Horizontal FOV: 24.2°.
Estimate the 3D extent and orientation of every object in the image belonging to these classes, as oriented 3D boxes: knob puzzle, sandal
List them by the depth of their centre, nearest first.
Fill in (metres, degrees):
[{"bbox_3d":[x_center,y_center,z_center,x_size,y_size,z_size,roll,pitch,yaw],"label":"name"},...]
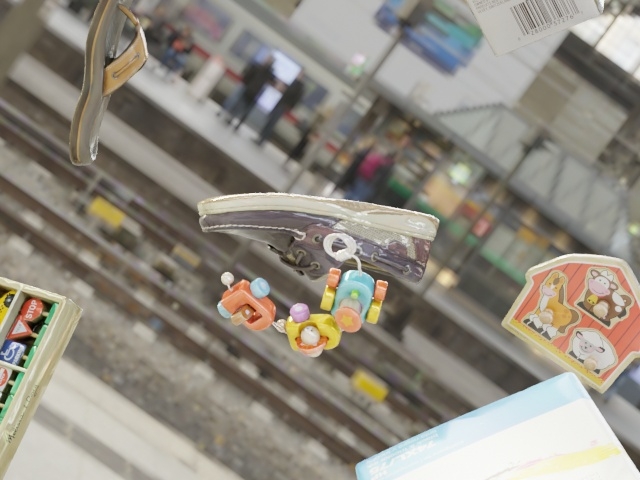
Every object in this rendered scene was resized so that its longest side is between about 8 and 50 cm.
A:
[{"bbox_3d":[-0.213,-0.178,1.560,0.060,0.219,0.090,15,11,1],"label":"sandal"},{"bbox_3d":[0.356,0.100,2.011,0.213,0.213,0.030,37,37,7],"label":"knob puzzle"}]

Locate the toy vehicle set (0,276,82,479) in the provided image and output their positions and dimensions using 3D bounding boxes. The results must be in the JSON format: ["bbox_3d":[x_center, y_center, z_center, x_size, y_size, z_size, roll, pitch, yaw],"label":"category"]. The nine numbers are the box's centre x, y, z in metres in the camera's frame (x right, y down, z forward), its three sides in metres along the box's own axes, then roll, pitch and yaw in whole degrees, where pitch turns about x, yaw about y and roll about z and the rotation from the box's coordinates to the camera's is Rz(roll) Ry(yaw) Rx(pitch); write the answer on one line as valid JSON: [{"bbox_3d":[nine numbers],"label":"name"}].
[{"bbox_3d":[-0.385,0.168,1.632,0.166,0.267,0.035,13,-20,30],"label":"toy vehicle set"}]

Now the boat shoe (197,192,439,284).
[{"bbox_3d":[0.000,0.000,1.656,0.285,0.092,0.103,5,-3,-27],"label":"boat shoe"}]

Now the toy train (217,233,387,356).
[{"bbox_3d":[-0.018,0.064,1.446,0.125,0.166,0.046,47,35,-24],"label":"toy train"}]

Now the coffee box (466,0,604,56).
[{"bbox_3d":[0.161,-0.352,1.430,0.297,0.118,0.168,58,27,-23],"label":"coffee box"}]

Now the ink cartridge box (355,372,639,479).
[{"bbox_3d":[0.161,0.260,1.094,0.270,0.197,0.198,-105,171,-75],"label":"ink cartridge box"}]
